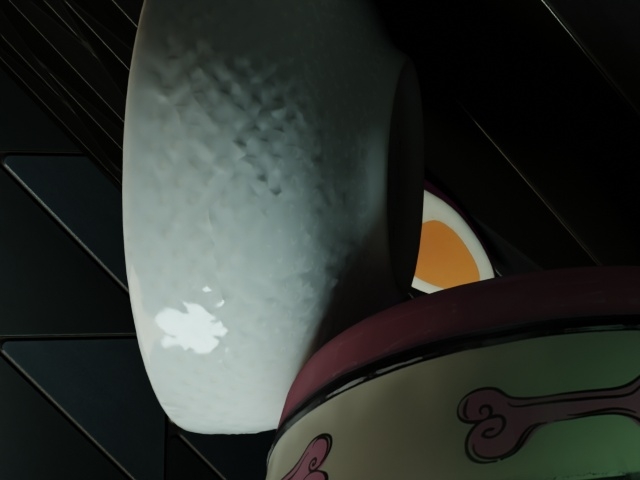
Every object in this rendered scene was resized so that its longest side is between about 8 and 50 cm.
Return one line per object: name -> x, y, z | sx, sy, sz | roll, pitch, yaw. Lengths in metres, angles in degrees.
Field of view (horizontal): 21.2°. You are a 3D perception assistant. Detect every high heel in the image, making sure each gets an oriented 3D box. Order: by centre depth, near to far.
high heel -> 0.054, -0.046, 1.456 | 0.244, 0.082, 0.117 | 34, -158, -14

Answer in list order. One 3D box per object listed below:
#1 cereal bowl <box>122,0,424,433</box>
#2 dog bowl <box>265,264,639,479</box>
cereal bowl -> -0.012, -0.041, 1.114 | 0.141, 0.339, 0.339 | 2, 158, 11
dog bowl -> 0.150, 0.155, 1.014 | 0.408, 0.408, 0.150 | 61, -157, -60
